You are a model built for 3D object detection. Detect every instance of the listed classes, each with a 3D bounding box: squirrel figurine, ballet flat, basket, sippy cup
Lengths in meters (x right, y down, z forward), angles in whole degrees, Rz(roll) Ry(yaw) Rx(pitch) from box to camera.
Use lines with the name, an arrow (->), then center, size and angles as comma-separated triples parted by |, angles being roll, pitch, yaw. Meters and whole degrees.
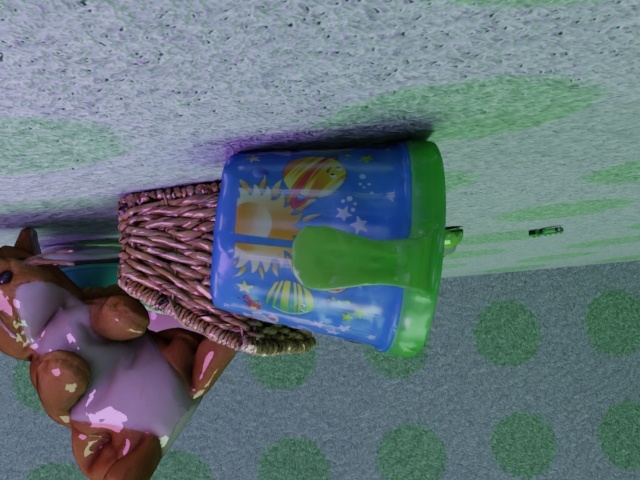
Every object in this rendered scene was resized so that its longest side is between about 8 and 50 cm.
squirrel figurine -> -0.352, 0.163, 1.427 | 0.370, 0.281, 0.397 | 35, 167, -3
ballet flat -> -0.321, 0.054, 1.729 | 0.400, 0.139, 0.139 | 4, 170, -37
basket -> -0.148, 0.054, 1.320 | 0.213, 0.223, 0.299 | -7, 175, 13
sippy cup -> 0.000, 0.000, 1.037 | 0.224, 0.240, 0.305 | 5, 150, -5

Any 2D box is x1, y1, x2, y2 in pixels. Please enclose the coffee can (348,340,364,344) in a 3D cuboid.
coffee can -> 0.136, 0.129, 2.278 | 0.201, 0.202, 0.275 | -8, 178, 19

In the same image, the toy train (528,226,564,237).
toy train -> 0.506, -0.020, 2.198 | 0.083, 0.017, 0.023 | -11, 162, 41

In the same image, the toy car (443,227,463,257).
toy car -> 0.219, 0.017, 2.065 | 0.239, 0.053, 0.225 | -5, 174, -31

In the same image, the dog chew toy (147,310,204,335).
dog chew toy -> -0.257, 0.145, 2.108 | 0.331, 0.207, 0.206 | -3, 174, 9
